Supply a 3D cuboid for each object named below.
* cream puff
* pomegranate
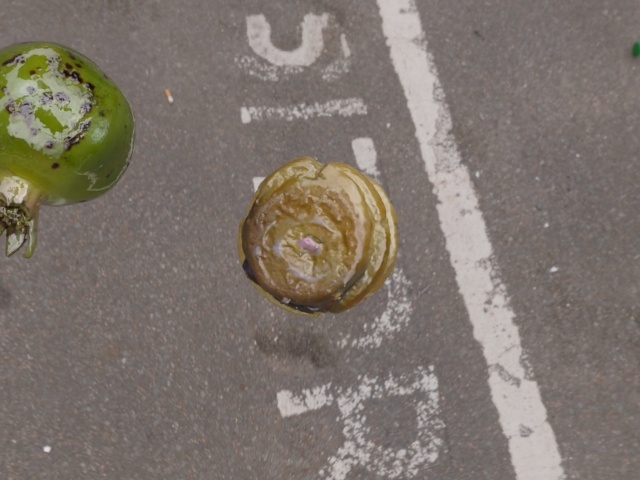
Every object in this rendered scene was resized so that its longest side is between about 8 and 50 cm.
[{"bbox_3d":[0.000,0.000,0.678,0.189,0.129,0.189,3,99,20],"label":"cream puff"},{"bbox_3d":[-0.316,-0.103,0.694,0.198,0.198,0.245,-5,89,-9],"label":"pomegranate"}]
